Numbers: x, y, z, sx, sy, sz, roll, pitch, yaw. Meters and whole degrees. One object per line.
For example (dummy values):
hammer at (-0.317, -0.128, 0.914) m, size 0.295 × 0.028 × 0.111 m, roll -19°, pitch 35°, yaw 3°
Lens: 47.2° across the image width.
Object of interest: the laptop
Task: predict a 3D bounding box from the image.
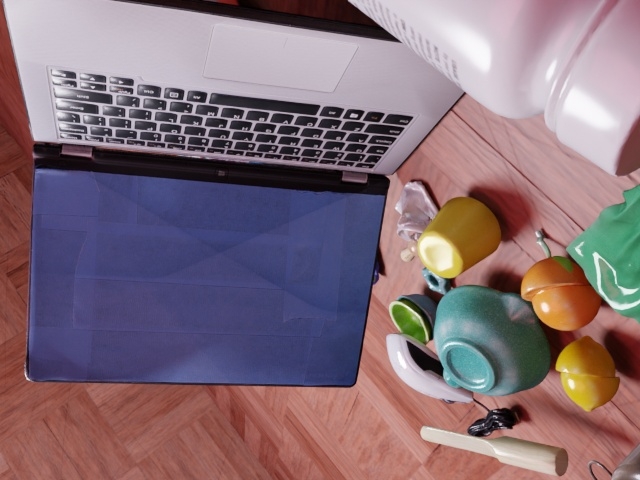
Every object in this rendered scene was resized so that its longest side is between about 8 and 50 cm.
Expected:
laptop at (-0.088, -0.006, 0.700) m, size 0.408 × 0.382 × 0.236 m, roll 130°, pitch 141°, yaw -66°

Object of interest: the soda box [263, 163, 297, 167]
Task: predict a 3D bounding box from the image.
soda box at (-0.073, -0.112, 1.009) m, size 0.071 × 0.067 × 0.210 m, roll 52°, pitch 156°, yaw 10°

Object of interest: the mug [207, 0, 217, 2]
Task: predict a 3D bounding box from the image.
mug at (-0.274, -0.401, 0.685) m, size 0.374 × 0.276 × 0.328 m, roll 26°, pitch -164°, yaw -46°

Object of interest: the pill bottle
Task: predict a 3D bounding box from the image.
pill bottle at (0.110, -0.175, 0.439) m, size 0.283 × 0.160 × 0.160 m, roll 46°, pitch 155°, yaw 24°

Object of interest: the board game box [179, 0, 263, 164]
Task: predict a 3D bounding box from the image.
board game box at (-0.134, -0.137, 0.929) m, size 0.316 × 0.064 × 0.242 m, roll 103°, pitch 154°, yaw -50°

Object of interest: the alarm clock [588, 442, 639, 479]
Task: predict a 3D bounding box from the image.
alarm clock at (0.331, 0.254, 0.707) m, size 0.129 × 0.064 × 0.192 m, roll 62°, pitch 160°, yaw -13°

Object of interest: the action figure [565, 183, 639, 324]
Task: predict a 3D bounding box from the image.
action figure at (0.255, -0.012, 0.495) m, size 0.137 × 0.063 × 0.232 m, roll 47°, pitch 160°, yaw 25°

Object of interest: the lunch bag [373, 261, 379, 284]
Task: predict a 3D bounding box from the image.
lunch bag at (0.000, 0.000, 0.983) m, size 0.151 × 0.096 × 0.128 m, roll 6°, pitch 133°, yaw 24°

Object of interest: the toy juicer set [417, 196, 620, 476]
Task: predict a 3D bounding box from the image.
toy juicer set at (0.206, 0.122, 0.758) m, size 0.209 × 0.089 × 0.329 m, roll 21°, pitch 133°, yaw 34°

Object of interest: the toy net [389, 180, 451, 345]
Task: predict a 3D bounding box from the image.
toy net at (0.125, 0.041, 0.847) m, size 0.122 × 0.045 × 0.232 m, roll 33°, pitch 148°, yaw 44°

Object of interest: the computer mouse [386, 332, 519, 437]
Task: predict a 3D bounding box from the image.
computer mouse at (0.154, 0.188, 0.924) m, size 0.193 × 0.042 × 0.106 m, roll 37°, pitch 157°, yaw -3°
